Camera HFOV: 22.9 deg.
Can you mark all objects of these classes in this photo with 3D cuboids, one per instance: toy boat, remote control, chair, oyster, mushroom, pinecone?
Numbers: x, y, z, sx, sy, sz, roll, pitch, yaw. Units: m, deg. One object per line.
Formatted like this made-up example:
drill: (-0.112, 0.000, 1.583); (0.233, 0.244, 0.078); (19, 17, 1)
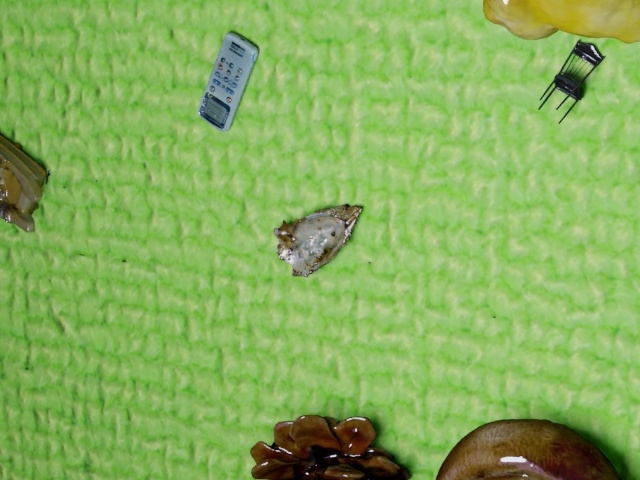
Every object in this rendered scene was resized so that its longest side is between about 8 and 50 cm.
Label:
toy boat: (-0.494, -0.119, 2.183); (0.310, 0.115, 0.089); (36, 120, 19)
remote control: (-0.116, -0.198, 1.982); (0.053, 0.018, 0.124); (35, 119, 20)
chair: (0.275, -0.174, 1.739); (0.037, 0.042, 0.086); (36, 84, 18)
oyster: (0.000, 0.000, 1.961); (0.132, 0.029, 0.086); (-7, 106, 30)
mushroom: (0.242, 0.324, 1.828); (0.253, 0.153, 0.253); (9, 108, 27)
pinecone: (0.012, 0.334, 1.953); (0.229, 0.201, 0.202); (27, 148, -9)

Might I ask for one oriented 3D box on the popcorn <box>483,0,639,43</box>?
popcorn: (0.254, -0.342, 1.572); (0.316, 0.281, 0.297); (33, 102, 6)
